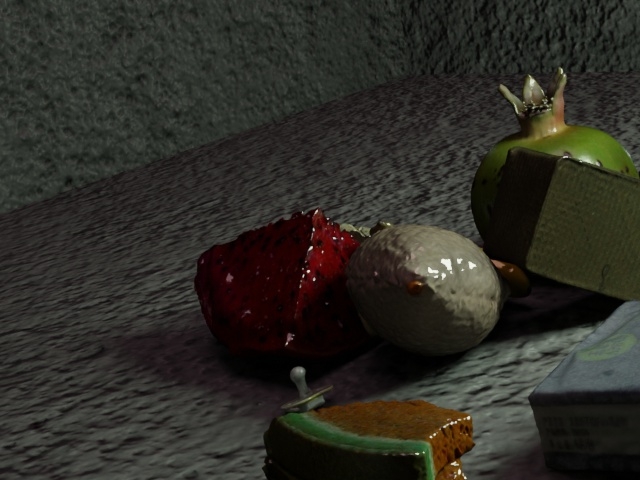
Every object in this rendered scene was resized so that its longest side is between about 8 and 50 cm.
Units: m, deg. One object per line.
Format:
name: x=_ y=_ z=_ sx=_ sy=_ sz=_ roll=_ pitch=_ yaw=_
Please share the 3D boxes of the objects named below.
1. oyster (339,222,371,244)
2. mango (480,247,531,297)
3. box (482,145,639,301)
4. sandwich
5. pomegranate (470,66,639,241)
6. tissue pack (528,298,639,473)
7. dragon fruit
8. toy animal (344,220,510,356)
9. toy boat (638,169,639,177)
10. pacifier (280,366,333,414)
oyster: x=0.009 y=0.001 z=2.108 sx=0.209 sy=0.072 sz=0.132 roll=-22 pitch=-28 yaw=34
mango: x=0.262 y=0.056 z=2.048 sx=0.075 sy=0.098 sz=0.190 roll=-53 pitch=26 yaw=-14
box: x=0.404 y=-0.020 z=1.905 sx=0.273 sy=0.184 sz=0.143 roll=14 pitch=4 yaw=-24
sandwich: x=0.070 y=0.251 z=1.448 sx=0.212 sy=0.109 sz=0.292 roll=-17 pitch=17 yaw=-21
pomegranate: x=0.387 y=-0.099 z=2.108 sx=0.290 sy=0.323 sz=0.291 roll=-11 pitch=37 yaw=9
tissue pack: x=0.475 y=0.159 z=1.428 sx=0.394 sy=0.124 sz=0.288 roll=-5 pitch=18 yaw=43
dragon fruit: x=-0.058 y=0.050 z=1.998 sx=0.330 sy=0.240 sz=0.302 roll=14 pitch=11 yaw=40
toy animal: x=0.147 y=0.070 z=1.837 sx=0.226 sy=0.188 sz=0.358 roll=11 pitch=-6 yaw=16
toy boat: x=0.598 y=-0.085 z=2.124 sx=0.114 sy=0.122 sz=0.296 roll=-35 pitch=-13 yaw=7
pacifier: x=-0.025 y=0.205 z=1.749 sx=0.083 sy=0.064 sz=0.068 roll=-22 pitch=2 yaw=-38
